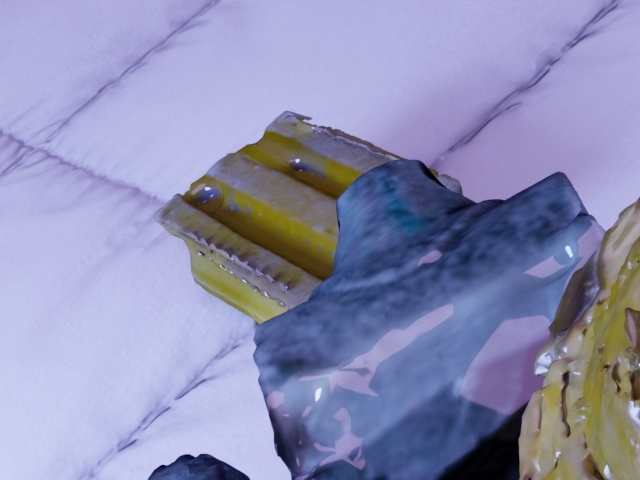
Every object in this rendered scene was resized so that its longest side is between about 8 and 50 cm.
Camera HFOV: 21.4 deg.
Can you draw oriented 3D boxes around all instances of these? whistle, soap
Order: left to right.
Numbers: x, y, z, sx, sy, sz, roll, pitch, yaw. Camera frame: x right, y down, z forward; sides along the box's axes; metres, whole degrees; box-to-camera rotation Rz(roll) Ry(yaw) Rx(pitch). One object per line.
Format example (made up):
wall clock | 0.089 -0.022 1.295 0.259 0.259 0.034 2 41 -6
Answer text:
soap | -0.001 -0.001 1.123 0.135 0.076 0.233 -40 31 -15
whistle | 0.093 0.119 0.733 0.168 0.188 0.405 -28 30 7

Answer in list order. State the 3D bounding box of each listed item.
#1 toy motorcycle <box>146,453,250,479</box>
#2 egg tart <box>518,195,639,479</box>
toy motorcycle | -0.125 0.256 0.797 0.188 0.143 0.327 -13 50 35
egg tart | 0.192 0.047 0.574 0.294 0.116 0.295 -16 52 21
